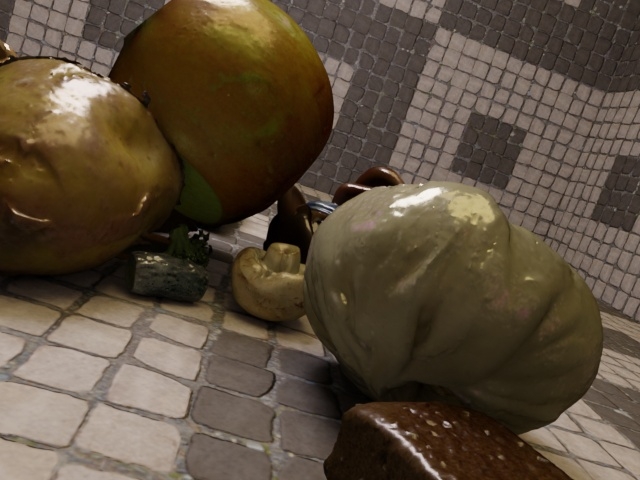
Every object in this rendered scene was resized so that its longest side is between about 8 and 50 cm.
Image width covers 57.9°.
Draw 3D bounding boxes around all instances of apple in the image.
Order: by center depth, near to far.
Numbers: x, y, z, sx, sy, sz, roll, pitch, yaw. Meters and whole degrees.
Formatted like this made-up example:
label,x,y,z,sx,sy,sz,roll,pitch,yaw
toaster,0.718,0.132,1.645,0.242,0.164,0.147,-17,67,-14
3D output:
label,x,y,z,sx,sy,sz,roll,pitch,yaw
apple,-0.177,-0.220,0.963,0.374,0.383,0.375,38,36,-34

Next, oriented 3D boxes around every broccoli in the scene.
label,x,y,z,sx,sy,sz,roll,pitch,yaw
broccoli,-0.219,0.019,0.889,0.096,0.092,0.095,-7,14,-1

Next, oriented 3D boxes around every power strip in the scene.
label,x,y,z,sx,sy,sz,roll,pitch,yaw
power strip,-0.282,0.010,0.929,0.178,0.049,0.028,16,4,-20

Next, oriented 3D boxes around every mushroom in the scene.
label,x,y,z,sx,sy,sz,roll,pitch,yaw
mushroom,-0.068,0.062,0.877,0.147,0.112,0.148,11,15,-3

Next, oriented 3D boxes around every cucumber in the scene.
label,x,y,z,sx,sy,sz,roll,pitch,yaw
cucumber,-0.213,0.050,0.808,0.111,0.064,0.064,13,12,-34

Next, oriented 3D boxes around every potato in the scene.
label,x,y,z,sx,sy,sz,roll,pitch,yaw
potato,-0.344,-0.058,0.722,0.288,0.301,0.237,-12,31,6

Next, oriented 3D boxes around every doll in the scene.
label,x,y,z,sx,sy,sz,roll,pitch,yaw
doll,0.049,-0.003,1.121,0.339,0.318,0.209,-13,54,-49

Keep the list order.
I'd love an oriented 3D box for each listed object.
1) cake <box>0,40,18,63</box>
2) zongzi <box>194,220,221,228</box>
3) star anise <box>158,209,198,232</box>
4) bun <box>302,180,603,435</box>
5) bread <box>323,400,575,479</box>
label,x,y,z,sx,sy,sz,roll,pitch,yaw
cake,-0.610,-0.263,0.989,0.320,0.333,0.332,15,11,-17
zongzi,-0.360,-0.170,1.421,0.360,0.160,0.323,13,18,1
star anise,-0.382,-0.093,1.102,0.331,0.118,0.332,23,6,-2
bun,0.133,0.107,0.677,0.365,0.219,0.365,26,-23,12
bread,0.159,0.240,0.351,0.165,0.113,0.416,15,10,-29
